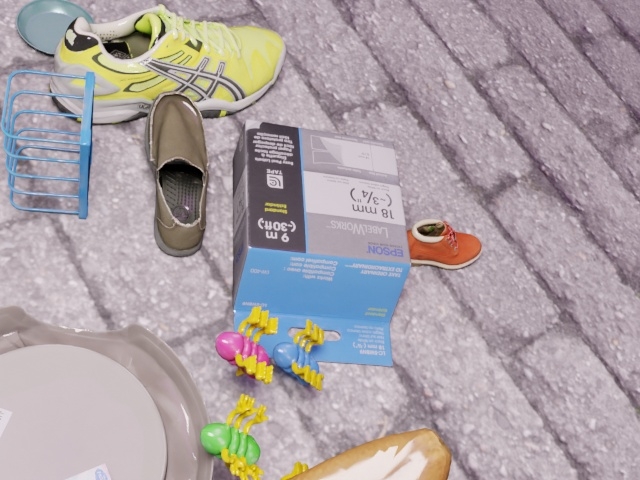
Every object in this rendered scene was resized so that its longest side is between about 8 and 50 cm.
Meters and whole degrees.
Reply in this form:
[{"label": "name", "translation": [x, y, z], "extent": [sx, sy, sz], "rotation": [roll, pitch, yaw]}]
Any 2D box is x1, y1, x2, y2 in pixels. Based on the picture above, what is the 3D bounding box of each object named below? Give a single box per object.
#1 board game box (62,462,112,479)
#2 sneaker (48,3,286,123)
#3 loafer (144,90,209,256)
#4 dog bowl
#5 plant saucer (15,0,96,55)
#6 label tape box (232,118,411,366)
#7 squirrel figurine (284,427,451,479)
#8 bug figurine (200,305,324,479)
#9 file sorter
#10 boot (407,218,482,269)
[{"label": "board game box", "translation": [-0.242, 0.282, 0.770], "extent": [0.090, 0.020, 0.090], "rotation": [-17, 67, -29]}, {"label": "sneaker", "translation": [-0.210, -0.276, 1.180], "extent": [0.385, 0.147, 0.145], "rotation": [-19, 67, -32]}, {"label": "loafer", "translation": [-0.193, -0.106, 1.095], "extent": [0.094, 0.087, 0.251], "rotation": [-2, 72, -23]}, {"label": "dog bowl", "translation": [-0.299, 0.241, 0.848], "extent": [0.349, 0.102, 0.348], "rotation": [10, 56, -16]}, {"label": "plant saucer", "translation": [-0.411, -0.328, 1.209], "extent": [0.119, 0.021, 0.119], "rotation": [10, 57, -16]}, {"label": "label tape box", "translation": [0.000, 0.000, 1.116], "extent": [0.241, 0.106, 0.333], "rotation": [6, 57, -17]}, {"label": "squirrel figurine", "translation": [-0.031, 0.390, 0.730], "extent": [0.397, 0.370, 0.281], "rotation": [-16, 67, -6]}, {"label": "bug figurine", "translation": [-0.062, 0.211, 0.931], "extent": [0.216, 0.072, 0.278], "rotation": [48, 37, -43]}, {"label": "file sorter", "translation": [-0.354, -0.126, 1.016], "extent": [0.105, 0.170, 0.118], "rotation": [4, 58, -15]}, {"label": "boot", "translation": [0.195, 0.002, 1.207], "extent": [0.158, 0.084, 0.059], "rotation": [-1, 58, -24]}]
